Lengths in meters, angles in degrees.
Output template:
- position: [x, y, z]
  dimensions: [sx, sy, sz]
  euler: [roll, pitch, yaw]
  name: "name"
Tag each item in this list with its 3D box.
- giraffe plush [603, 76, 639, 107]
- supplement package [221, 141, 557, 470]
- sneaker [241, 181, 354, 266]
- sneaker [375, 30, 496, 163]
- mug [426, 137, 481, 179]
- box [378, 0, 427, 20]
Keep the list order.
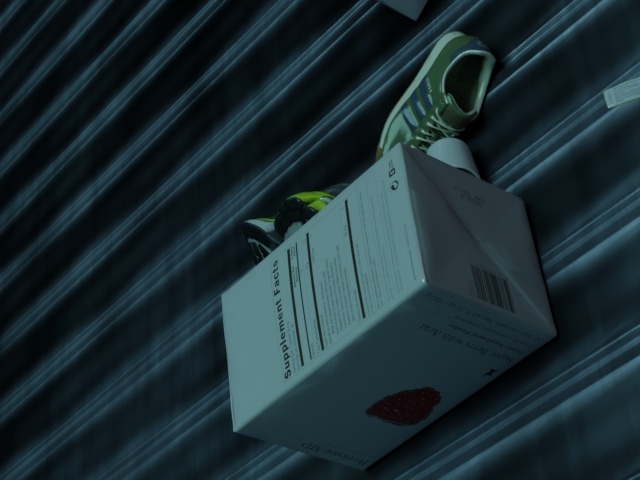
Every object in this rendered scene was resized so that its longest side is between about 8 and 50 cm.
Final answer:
- position: [0.353, -0.091, 1.228]
  dimensions: [0.210, 0.170, 0.181]
  euler: [-4, 59, 25]
  name: "giraffe plush"
- position: [0.059, 0.075, 1.524]
  dimensions: [0.293, 0.177, 0.175]
  euler: [-41, 42, 35]
  name: "supplement package"
- position: [0.000, 0.000, 1.735]
  dimensions: [0.300, 0.121, 0.111]
  euler: [-20, 90, 68]
  name: "sneaker"
- position: [0.128, -0.137, 1.658]
  dimensions: [0.192, 0.064, 0.086]
  euler: [-63, 28, 1]
  name: "sneaker"
- position: [0.132, -0.072, 1.622]
  dimensions: [0.078, 0.062, 0.064]
  euler: [-37, 35, 29]
  name: "mug"
- position: [0.034, -0.442, 1.888]
  dimensions: [0.215, 0.168, 0.345]
  euler: [-60, 32, 10]
  name: "box"
